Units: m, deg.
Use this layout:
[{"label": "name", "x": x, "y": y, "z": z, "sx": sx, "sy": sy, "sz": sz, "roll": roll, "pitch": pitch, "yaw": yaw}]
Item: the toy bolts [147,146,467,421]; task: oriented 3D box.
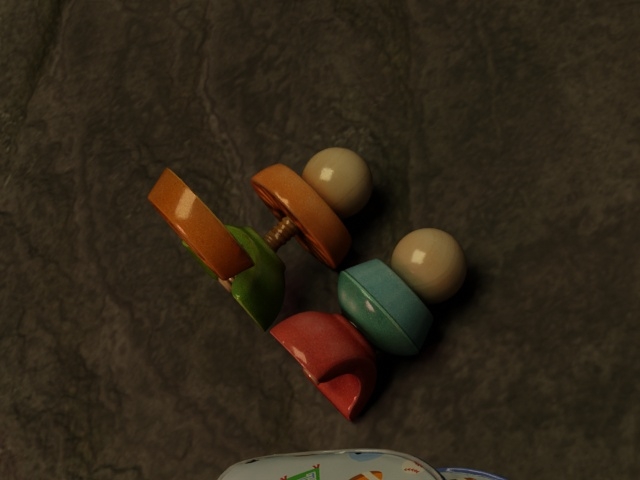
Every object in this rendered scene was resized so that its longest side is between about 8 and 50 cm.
[{"label": "toy bolts", "x": 0.000, "y": 0.000, "z": 1.567, "sx": 0.158, "sy": 0.218, "sz": 0.228, "roll": -42, "pitch": 60, "yaw": -5}]

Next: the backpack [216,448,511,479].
[{"label": "backpack", "x": 0.042, "y": 0.258, "z": 1.312, "sx": 0.263, "sy": 0.213, "sz": 0.276, "roll": -5, "pitch": 49, "yaw": 11}]
